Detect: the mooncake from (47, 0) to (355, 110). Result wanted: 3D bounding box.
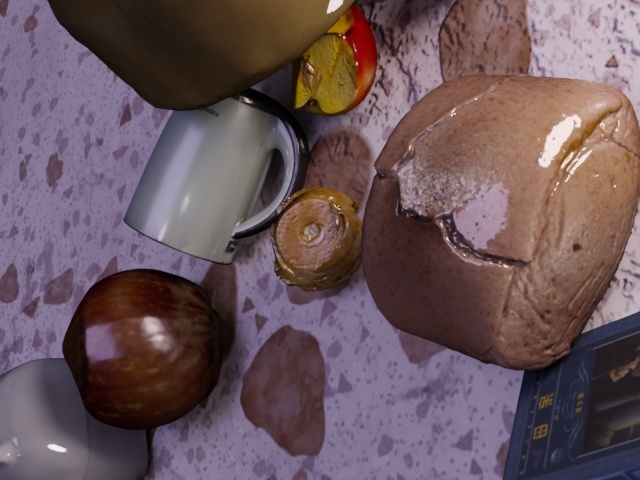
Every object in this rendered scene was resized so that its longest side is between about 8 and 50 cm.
[{"bbox_3d":[-0.113,-0.388,1.519,0.467,0.262,0.467,-35,24,18],"label":"mooncake"}]

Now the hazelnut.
[{"bbox_3d":[-0.241,0.140,1.655,0.218,0.218,0.233,-39,51,35],"label":"hazelnut"}]

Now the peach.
[{"bbox_3d":[0.014,-0.229,1.550,0.151,0.118,0.151,15,114,37],"label":"peach"}]

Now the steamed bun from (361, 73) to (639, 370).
[{"bbox_3d":[0.166,-0.033,1.226,0.251,0.199,0.301,18,91,58],"label":"steamed bun"}]

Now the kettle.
[{"bbox_3d":[-0.128,-0.094,1.655,0.221,0.161,0.236,26,95,22],"label":"kettle"}]

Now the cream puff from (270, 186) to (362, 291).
[{"bbox_3d":[0.000,0.000,1.496,0.119,0.104,0.133,17,99,19],"label":"cream puff"}]

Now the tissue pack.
[{"bbox_3d":[-0.435,0.319,1.797,0.333,0.236,0.229,-37,52,36],"label":"tissue pack"}]

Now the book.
[{"bbox_3d":[0.285,0.141,1.114,0.269,0.025,0.191,-28,30,41],"label":"book"}]
